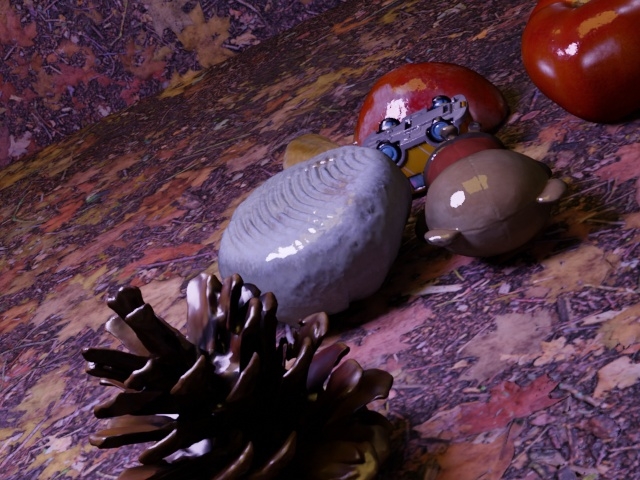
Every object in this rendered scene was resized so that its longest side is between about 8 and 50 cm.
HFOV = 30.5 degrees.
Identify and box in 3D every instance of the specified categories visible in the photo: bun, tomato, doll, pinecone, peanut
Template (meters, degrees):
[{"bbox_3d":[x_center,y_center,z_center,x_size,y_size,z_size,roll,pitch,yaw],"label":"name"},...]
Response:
[{"bbox_3d":[0.005,-0.003,1.904,0.354,0.194,0.354,-25,28,14],"label":"bun"},{"bbox_3d":[0.488,-0.328,2.016,0.299,0.226,0.298,-21,30,13],"label":"tomato"},{"bbox_3d":[0.250,-0.083,1.829,0.235,0.174,0.330,-21,21,2],"label":"doll"},{"bbox_3d":[-0.119,0.195,1.408,0.384,0.384,0.384,-24,22,10],"label":"pinecone"},{"bbox_3d":[0.200,-0.267,2.289,0.309,0.170,0.309,-25,22,11],"label":"tomato"},{"bbox_3d":[-0.003,-0.141,2.315,0.129,0.129,0.224,-34,23,-15],"label":"peanut"}]

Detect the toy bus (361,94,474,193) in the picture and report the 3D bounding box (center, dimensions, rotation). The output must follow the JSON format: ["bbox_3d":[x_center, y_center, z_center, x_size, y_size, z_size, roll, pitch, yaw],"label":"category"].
[{"bbox_3d":[0.189,-0.163,2.119,0.209,0.136,0.126,-22,25,17],"label":"toy bus"}]
